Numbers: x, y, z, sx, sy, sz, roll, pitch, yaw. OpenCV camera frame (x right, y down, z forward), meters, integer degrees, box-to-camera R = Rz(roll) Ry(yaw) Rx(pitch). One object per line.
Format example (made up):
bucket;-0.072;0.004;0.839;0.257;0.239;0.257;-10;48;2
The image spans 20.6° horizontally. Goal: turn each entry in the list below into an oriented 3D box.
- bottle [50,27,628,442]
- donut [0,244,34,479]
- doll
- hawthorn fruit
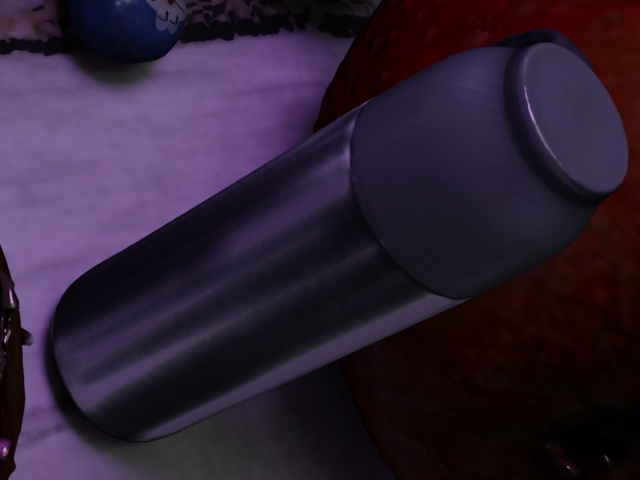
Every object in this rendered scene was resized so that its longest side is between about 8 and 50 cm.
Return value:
bottle;0.000;0.000;0.662;0.079;0.253;0.096;38;45;-26
donut;-0.213;0.032;0.540;0.269;0.103;0.270;21;56;-36
doll;-0.088;-0.119;0.791;0.076;0.050;0.083;12;59;-63
hawthorn fruit;0.127;-0.029;0.826;0.284;0.285;0.369;27;30;-35
